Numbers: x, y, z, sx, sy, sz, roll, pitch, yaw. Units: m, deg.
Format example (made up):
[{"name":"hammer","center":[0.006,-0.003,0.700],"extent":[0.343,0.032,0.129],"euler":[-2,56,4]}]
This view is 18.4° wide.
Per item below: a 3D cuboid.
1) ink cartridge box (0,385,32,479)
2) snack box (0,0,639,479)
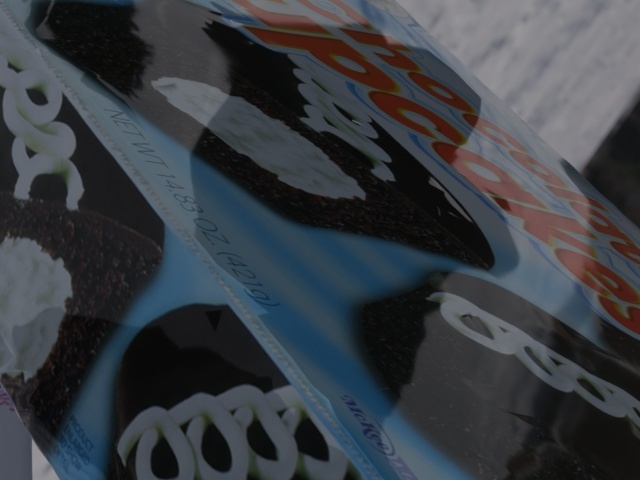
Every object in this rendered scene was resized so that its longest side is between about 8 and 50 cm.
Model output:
[{"name":"ink cartridge box","center":[-0.267,0.129,1.236],"extent":[0.226,0.131,0.306],"euler":[151,-59,-63]},{"name":"snack box","center":[0.000,0.000,0.452],"extent":[0.187,0.322,0.060],"euler":[13,116,-42]}]
